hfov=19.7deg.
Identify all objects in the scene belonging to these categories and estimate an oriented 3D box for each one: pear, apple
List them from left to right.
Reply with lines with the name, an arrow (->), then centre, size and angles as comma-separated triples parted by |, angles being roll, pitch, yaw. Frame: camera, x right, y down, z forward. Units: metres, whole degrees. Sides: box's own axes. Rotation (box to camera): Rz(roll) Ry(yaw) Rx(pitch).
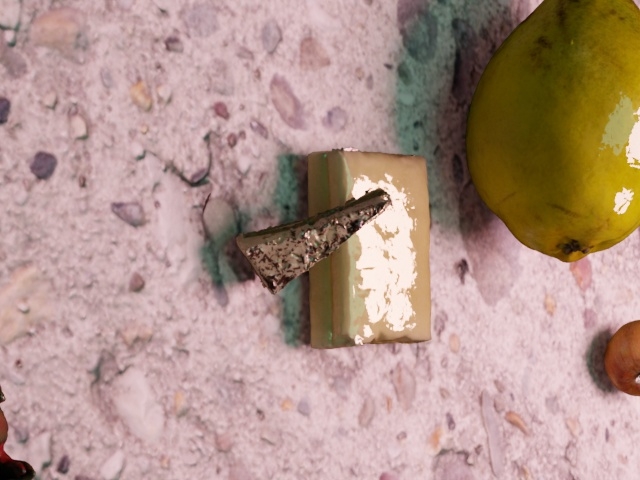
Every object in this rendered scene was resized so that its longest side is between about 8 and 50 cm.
pear -> 0.246, -0.114, 1.758 | 0.212, 0.212, 0.269 | 20, 69, -39
apple -> 0.333, 0.120, 1.904 | 0.084, 0.084, 0.071 | 42, 34, -32

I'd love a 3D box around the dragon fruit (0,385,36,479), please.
dragon fruit -> -0.312, 0.124, 1.250 | 0.192, 0.274, 0.193 | -24, 77, -1

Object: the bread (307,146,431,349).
bread -> 0.048, 0.007, 1.666 | 0.139, 0.060, 0.178 | -1, 88, -42

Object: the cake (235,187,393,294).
cake -> 0.000, 0.000, 1.588 | 0.140, 0.051, 0.055 | -20, 106, -4
